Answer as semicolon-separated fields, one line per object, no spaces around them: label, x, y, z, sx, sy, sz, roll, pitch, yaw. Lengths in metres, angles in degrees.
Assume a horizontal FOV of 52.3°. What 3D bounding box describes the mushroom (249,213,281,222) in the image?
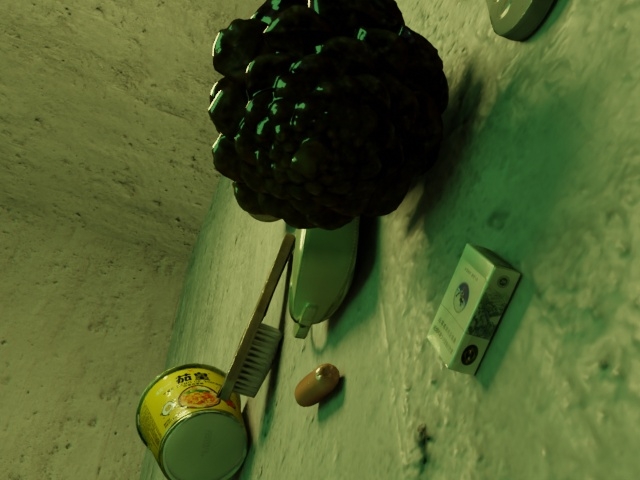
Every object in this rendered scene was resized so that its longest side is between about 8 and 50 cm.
mushroom;-0.096;-0.116;1.250;0.166;0.127;0.166;-168;90;-71

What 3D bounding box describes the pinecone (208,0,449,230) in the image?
pinecone;0.011;-0.139;0.675;0.309;0.244;0.244;-71;3;-71

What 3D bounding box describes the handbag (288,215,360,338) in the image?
handbag;0.000;0.000;0.871;0.219;0.079;0.256;108;171;-51

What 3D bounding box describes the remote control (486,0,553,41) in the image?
remote control;0.178;-0.268;0.610;0.245;0.022;0.077;-86;21;-43

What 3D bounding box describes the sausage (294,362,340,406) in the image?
sausage;-0.004;0.167;0.748;0.083;0.034;0.034;129;154;-53

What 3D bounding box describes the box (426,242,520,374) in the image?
box;0.110;0.049;0.480;0.054;0.024;0.083;-112;41;-71

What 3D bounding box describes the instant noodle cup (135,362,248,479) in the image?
instant noodle cup;-0.202;0.311;1.066;0.144;0.182;0.182;29;101;66

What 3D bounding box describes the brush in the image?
brush;-0.084;0.121;1.079;0.070;0.065;0.327;116;174;-52
